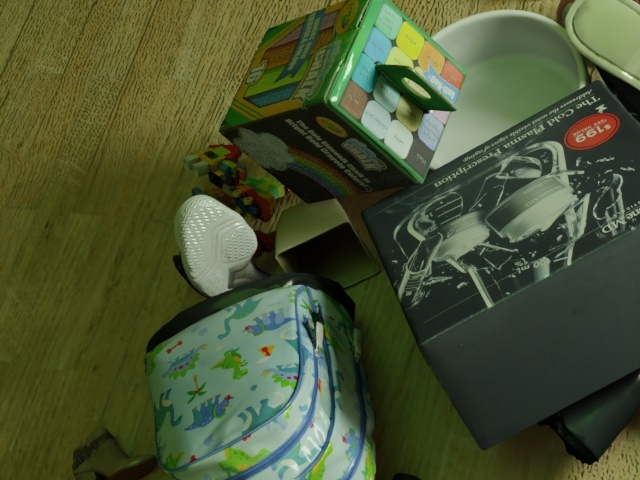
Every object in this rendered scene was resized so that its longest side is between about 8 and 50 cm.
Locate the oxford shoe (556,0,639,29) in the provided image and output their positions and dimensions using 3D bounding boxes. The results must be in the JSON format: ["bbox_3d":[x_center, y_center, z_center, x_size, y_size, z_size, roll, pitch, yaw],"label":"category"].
[{"bbox_3d":[0.512,-0.322,1.801,0.396,0.141,0.146,-2,30,28],"label":"oxford shoe"}]

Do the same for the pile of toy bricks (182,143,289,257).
[{"bbox_3d":[-0.097,-0.063,1.923,0.105,0.118,0.212,-23,32,-24],"label":"pile of toy bricks"}]

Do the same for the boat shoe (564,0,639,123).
[{"bbox_3d":[0.453,-0.185,1.728,0.340,0.113,0.127,38,98,13],"label":"boat shoe"}]

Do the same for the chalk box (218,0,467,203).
[{"bbox_3d":[0.048,-0.179,1.706,0.289,0.180,0.179,-9,51,49],"label":"chalk box"}]

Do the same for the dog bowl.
[{"bbox_3d":[0.233,-0.172,1.825,0.264,0.104,0.265,-11,58,18],"label":"dog bowl"}]

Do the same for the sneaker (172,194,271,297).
[{"bbox_3d":[-0.146,0.017,1.784,0.101,0.269,0.153,-43,49,-11],"label":"sneaker"}]

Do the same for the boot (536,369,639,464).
[{"bbox_3d":[0.371,0.179,1.560,0.207,0.094,0.246,-47,47,-12],"label":"boot"}]

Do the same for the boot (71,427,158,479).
[{"bbox_3d":[-0.278,0.286,1.819,0.118,0.042,0.087,-28,52,6],"label":"boot"}]

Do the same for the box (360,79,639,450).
[{"bbox_3d":[0.260,0.018,1.592,0.343,0.179,0.312,-29,31,5],"label":"box"}]

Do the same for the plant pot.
[{"bbox_3d":[0.000,0.000,1.832,0.109,0.109,0.096,-26,42,8],"label":"plant pot"}]

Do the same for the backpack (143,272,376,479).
[{"bbox_3d":[-0.073,0.209,1.619,0.290,0.273,0.356,-22,51,8],"label":"backpack"}]

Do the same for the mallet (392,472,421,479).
[{"bbox_3d":[0.162,0.329,1.606,0.189,0.039,0.062,15,67,26],"label":"mallet"}]
